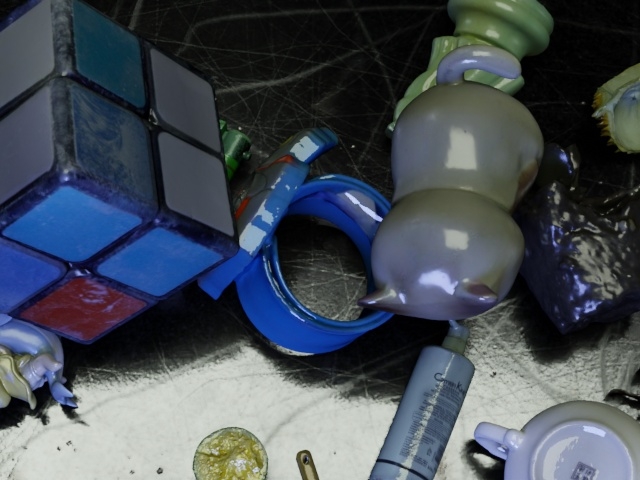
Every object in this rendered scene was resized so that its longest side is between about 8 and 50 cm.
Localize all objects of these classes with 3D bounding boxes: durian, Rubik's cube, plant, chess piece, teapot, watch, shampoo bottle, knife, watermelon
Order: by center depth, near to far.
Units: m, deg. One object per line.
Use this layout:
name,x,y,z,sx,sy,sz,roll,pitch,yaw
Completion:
Rubik's cube,-0.332,-0.090,1.663,0.316,0.318,0.313,-31,53,28
teapot,0.342,0.313,1.680,0.300,0.166,0.208,25,89,33
knife,0.022,0.409,1.725,0.046,0.022,0.256,-15,70,-13
watermelon,-0.123,0.315,1.731,0.105,0.062,0.105,-2,66,4
shampoo bottle,0.155,0.237,1.766,0.085,0.085,0.262,23,68,6
watch,0.000,0.000,1.798,0.274,0.241,0.305,35,64,-7
plant,0.380,-0.012,1.826,0.188,0.199,0.276,-18,74,-17
durian,0.513,-0.223,1.938,0.252,0.139,0.144,-23,76,-12
chess piece,0.232,-0.246,1.940,0.176,0.176,0.298,26,83,7

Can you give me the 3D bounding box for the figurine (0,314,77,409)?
figurine,-0.434,0.177,1.737,0.208,0.128,0.184,33,73,4

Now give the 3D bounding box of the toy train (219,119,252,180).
toy train,-0.194,-0.075,1.866,0.119,0.085,0.251,23,71,12

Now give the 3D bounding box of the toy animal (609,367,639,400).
toy animal,0.532,0.230,1.812,0.202,0.070,0.105,28,80,2

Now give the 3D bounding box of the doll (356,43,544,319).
doll,0.184,-0.055,1.698,0.215,0.226,0.370,2,67,20
